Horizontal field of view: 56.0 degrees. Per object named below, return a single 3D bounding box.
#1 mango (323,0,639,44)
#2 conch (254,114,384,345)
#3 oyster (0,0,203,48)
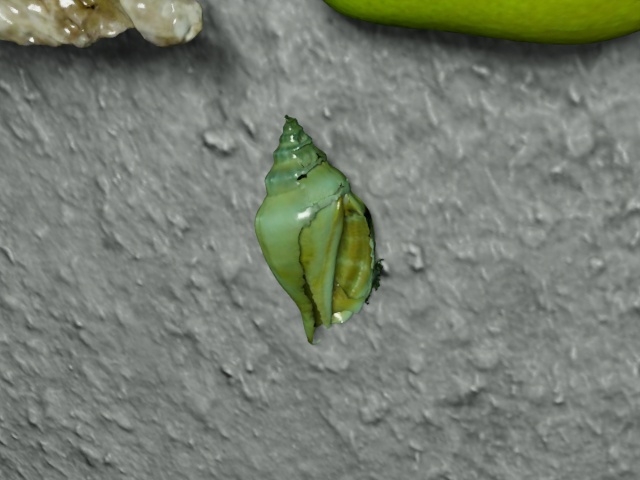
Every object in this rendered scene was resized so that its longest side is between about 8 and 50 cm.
[{"bbox_3d":[0.116,-0.213,0.343,0.273,0.149,0.185,10,121,12],"label":"mango"},{"bbox_3d":[-0.002,-0.003,0.496,0.095,0.079,0.200,-20,124,6],"label":"conch"},{"bbox_3d":[-0.263,-0.222,0.387,0.396,0.204,0.110,16,121,-14],"label":"oyster"}]
